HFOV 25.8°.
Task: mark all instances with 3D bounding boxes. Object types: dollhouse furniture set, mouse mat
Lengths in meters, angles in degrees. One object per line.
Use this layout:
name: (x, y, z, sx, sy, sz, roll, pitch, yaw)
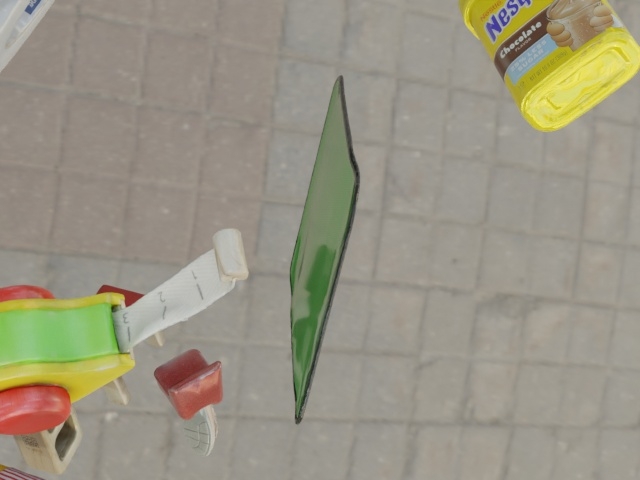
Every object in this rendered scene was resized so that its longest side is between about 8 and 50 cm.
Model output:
dollhouse furniture set: (-0.224, 0.195, 1.388, 0.152, 0.201, 0.374, 83, 27, -47)
mouse mat: (0.000, 0.000, 0.832, 0.007, 0.190, 0.153, 10, 116, -8)

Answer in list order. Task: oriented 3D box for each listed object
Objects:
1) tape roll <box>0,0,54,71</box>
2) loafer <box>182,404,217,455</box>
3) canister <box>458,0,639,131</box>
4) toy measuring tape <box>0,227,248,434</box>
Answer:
tape roll: (-0.227, -0.207, 1.023, 0.072, 0.219, 0.219, 35, 74, -10)
loafer: (-0.142, 0.202, 1.679, 0.039, 0.045, 0.125, -43, 136, -43)
canister: (0.211, -0.194, 1.288, 0.126, 0.170, 0.073, -37, 134, 17)
toy measuring tape: (-0.199, 0.070, 1.081, 0.121, 0.330, 0.121, 27, 48, -34)
